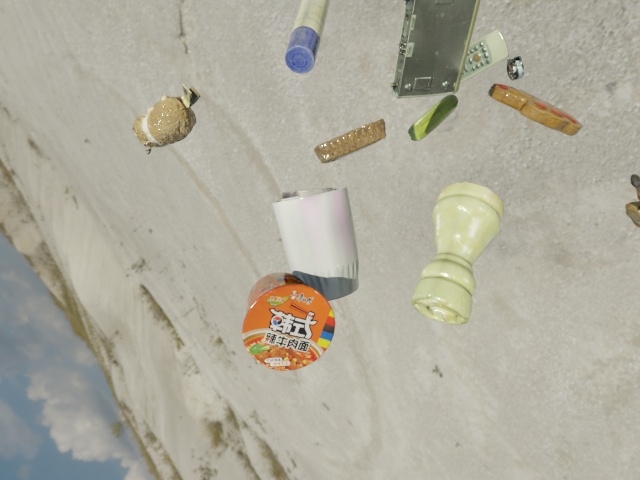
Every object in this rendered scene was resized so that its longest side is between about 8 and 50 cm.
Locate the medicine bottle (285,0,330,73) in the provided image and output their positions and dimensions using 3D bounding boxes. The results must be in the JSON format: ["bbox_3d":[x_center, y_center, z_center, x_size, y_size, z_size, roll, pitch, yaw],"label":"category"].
[{"bbox_3d":[-0.023,-0.418,0.813,0.059,0.230,0.059,6,145,5],"label":"medicine bottle"}]

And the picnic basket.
[{"bbox_3d":[0.080,-0.254,1.080,0.110,0.194,0.054,-118,4,-83],"label":"picnic basket"}]

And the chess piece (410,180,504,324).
[{"bbox_3d":[0.442,0.044,1.365,0.234,0.442,0.234,21,154,11],"label":"chess piece"}]

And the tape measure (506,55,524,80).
[{"bbox_3d":[0.829,-0.734,1.768,0.091,0.054,0.094,-83,-26,-71],"label":"tape measure"}]

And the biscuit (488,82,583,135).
[{"bbox_3d":[0.829,-0.514,1.602,0.381,0.358,0.074,20,120,-14],"label":"biscuit"}]

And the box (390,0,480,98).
[{"bbox_3d":[0.283,-0.496,1.034,0.045,0.211,0.270,-120,27,-47],"label":"box"}]

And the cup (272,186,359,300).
[{"bbox_3d":[0.000,0.000,1.394,0.253,0.253,0.371,2,107,60],"label":"cup"}]

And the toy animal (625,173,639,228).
[{"bbox_3d":[0.729,-0.024,0.826,0.097,0.313,0.157,122,148,-51],"label":"toy animal"}]

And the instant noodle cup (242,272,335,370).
[{"bbox_3d":[-0.102,0.212,1.175,0.250,0.250,0.192,57,175,-19],"label":"instant noodle cup"}]

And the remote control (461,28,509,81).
[{"bbox_3d":[0.632,-0.748,1.719,0.285,0.038,0.123,-14,104,51],"label":"remote control"}]

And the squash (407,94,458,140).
[{"bbox_3d":[0.412,-0.447,1.515,0.069,0.239,0.069,47,172,8],"label":"squash"}]

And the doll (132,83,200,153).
[{"bbox_3d":[-0.380,-0.310,1.060,0.105,0.221,0.114,9,-124,-64],"label":"doll"}]
